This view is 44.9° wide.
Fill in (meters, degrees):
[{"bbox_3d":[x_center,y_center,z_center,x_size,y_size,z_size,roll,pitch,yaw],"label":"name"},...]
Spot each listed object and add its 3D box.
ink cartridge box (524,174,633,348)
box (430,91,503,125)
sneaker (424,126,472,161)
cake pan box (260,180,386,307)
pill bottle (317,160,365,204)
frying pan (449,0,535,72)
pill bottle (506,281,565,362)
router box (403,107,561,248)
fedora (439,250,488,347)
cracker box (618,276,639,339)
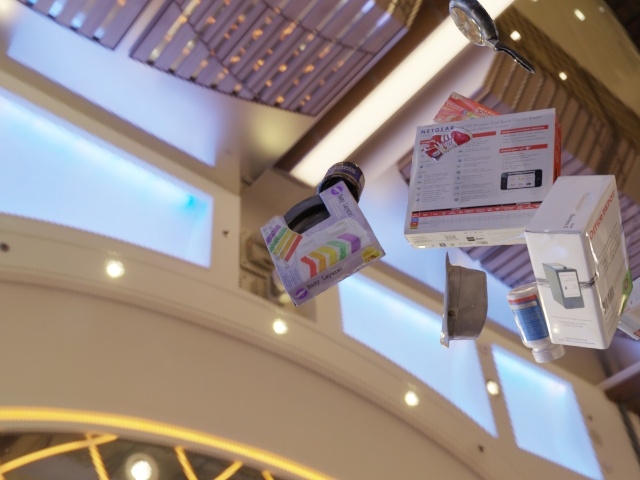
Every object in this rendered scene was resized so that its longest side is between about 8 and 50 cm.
[{"bbox_3d":[0.500,0.037,1.479,0.198,0.115,0.273,-48,-53,-40],"label":"ink cartridge box"},{"bbox_3d":[0.461,-0.271,2.201,0.300,0.142,0.154,28,-127,11],"label":"box"},{"bbox_3d":[0.273,-0.207,1.677,0.042,0.118,0.067,46,-112,-24],"label":"sneaker"},{"bbox_3d":[0.000,0.000,1.856,0.070,0.246,0.267,59,-176,-42],"label":"cake pan box"},{"bbox_3d":[0.065,-0.160,2.245,0.123,0.123,0.219,44,-160,-8],"label":"pill bottle"},{"bbox_3d":[0.487,-0.600,2.294,0.326,0.053,0.197,51,176,-9],"label":"frying pan"},{"bbox_3d":[0.646,0.244,2.302,0.124,0.124,0.221,-24,-85,-57],"label":"pill bottle"},{"bbox_3d":[0.374,-0.138,1.774,0.082,0.335,0.301,46,-132,-51],"label":"router box"},{"bbox_3d":[0.404,0.170,2.169,0.244,0.124,0.275,-1,-85,-80],"label":"fedora"},{"bbox_3d":[0.849,0.144,1.955,0.156,0.232,0.067,29,-149,-38],"label":"cracker box"}]
